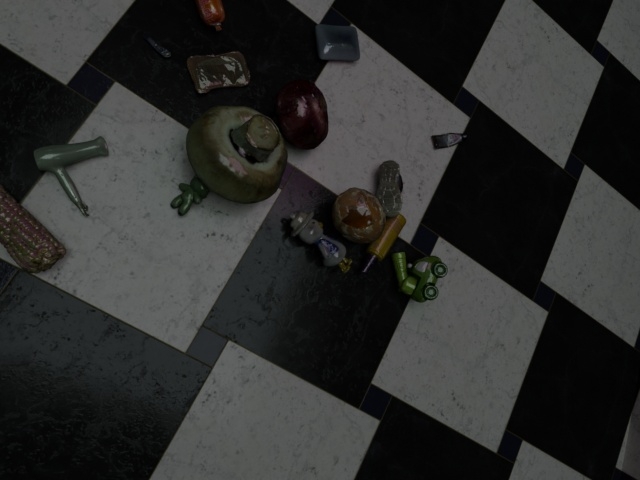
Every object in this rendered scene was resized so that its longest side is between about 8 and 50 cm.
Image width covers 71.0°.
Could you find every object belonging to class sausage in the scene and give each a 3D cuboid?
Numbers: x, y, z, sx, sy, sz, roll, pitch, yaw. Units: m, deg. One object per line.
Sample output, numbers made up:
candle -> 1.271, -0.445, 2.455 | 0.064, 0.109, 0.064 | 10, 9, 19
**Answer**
sausage -> -0.410, -0.885, 1.578 | 0.093, 0.093, 0.312 | -18, 91, -21

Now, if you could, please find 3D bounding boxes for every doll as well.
doll -> 0.000, 0.000, 1.622 | 0.293, 0.119, 0.138 | 42, 29, -12
doll -> -0.432, -0.151, 1.509 | 0.150, 0.077, 0.115 | -44, 62, -8

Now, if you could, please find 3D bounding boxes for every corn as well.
corn -> -0.892, -0.049, 1.299 | 0.127, 0.127, 0.335 | -42, 93, -19

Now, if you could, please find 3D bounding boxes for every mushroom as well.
mushroom -> -0.257, -0.283, 1.461 | 0.352, 0.260, 0.352 | 21, 57, -36

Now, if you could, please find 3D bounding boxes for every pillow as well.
pillow -> -0.358, -0.602, 1.597 | 0.211, 0.034, 0.135 | -20, 90, -23

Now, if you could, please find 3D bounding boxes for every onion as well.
onion -> -0.080, -0.448, 1.609 | 0.252, 0.219, 0.252 | 23, 63, -56

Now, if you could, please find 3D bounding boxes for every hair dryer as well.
hair dryer -> -0.747, -0.192, 1.402 | 0.206, 0.075, 0.237 | -20, 99, -27

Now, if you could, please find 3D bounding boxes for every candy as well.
candy -> 0.067, -0.770, 1.752 | 0.174, 0.071, 0.138 | -6, 87, -20

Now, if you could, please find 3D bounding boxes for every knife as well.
knife -> -0.563, -0.668, 1.536 | 0.121, 0.018, 0.031 | 42, 79, -11

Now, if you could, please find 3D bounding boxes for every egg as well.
egg -> 0.143, -0.085, 1.642 | 0.195, 0.195, 0.233 | -44, 121, -19

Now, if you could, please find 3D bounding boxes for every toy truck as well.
toy truck -> 0.371, 0.144, 1.738 | 0.211, 0.148, 0.186 | 7, 85, 1

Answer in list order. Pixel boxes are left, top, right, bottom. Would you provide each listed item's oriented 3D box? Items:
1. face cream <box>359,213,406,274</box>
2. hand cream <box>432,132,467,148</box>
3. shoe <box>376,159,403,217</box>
face cream -> 0.232, 0.015, 1.725 | 0.078, 0.078, 0.273 | 38, 73, -13
hand cream -> 0.550, -0.431, 1.918 | 0.163, 0.039, 0.062 | -12, 90, -15
shoe -> 0.273, -0.191, 1.756 | 0.100, 0.125, 0.227 | -1, 76, 12
